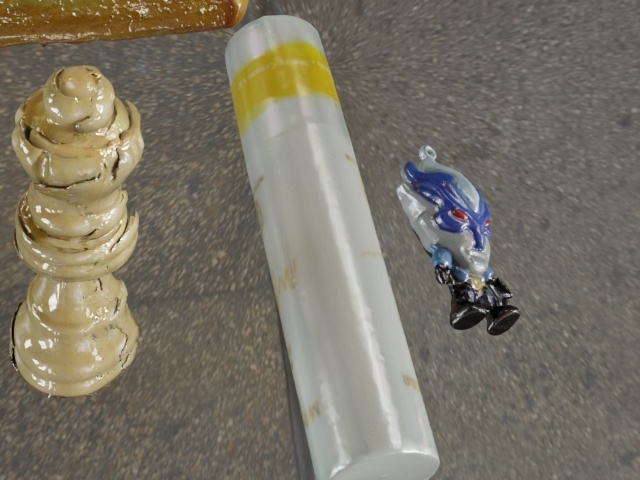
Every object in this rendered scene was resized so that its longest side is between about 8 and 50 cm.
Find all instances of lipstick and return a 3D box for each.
[{"bbox_3d":[0.000,0.000,0.567,0.059,0.059,0.264,-16,59,2],"label":"lipstick"}]

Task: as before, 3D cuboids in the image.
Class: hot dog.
[{"bbox_3d":[-0.156,-0.179,0.812,0.216,0.047,0.066,-4,127,13],"label":"hot dog"}]

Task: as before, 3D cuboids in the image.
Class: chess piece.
[{"bbox_3d":[-0.103,-0.003,0.473,0.060,0.060,0.172,14,138,-2],"label":"chess piece"}]

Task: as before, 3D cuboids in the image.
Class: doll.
[{"bbox_3d":[0.113,-0.007,0.968,0.096,0.195,0.070,16,134,-35],"label":"doll"}]
